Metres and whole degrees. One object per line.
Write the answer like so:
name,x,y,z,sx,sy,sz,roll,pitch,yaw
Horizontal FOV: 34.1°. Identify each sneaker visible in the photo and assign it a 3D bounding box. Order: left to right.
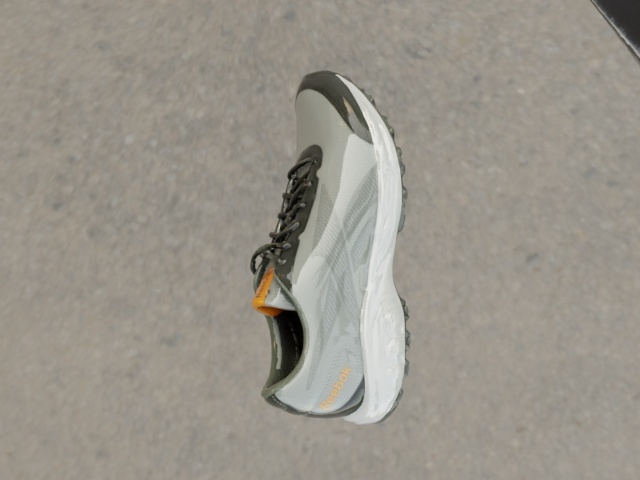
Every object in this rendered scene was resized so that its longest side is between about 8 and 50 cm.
sneaker,0.000,0.000,0.780,0.108,0.100,0.271,3,77,-24

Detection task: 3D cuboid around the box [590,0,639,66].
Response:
box,0.438,-0.176,0.799,0.343,0.179,0.312,-39,122,18
